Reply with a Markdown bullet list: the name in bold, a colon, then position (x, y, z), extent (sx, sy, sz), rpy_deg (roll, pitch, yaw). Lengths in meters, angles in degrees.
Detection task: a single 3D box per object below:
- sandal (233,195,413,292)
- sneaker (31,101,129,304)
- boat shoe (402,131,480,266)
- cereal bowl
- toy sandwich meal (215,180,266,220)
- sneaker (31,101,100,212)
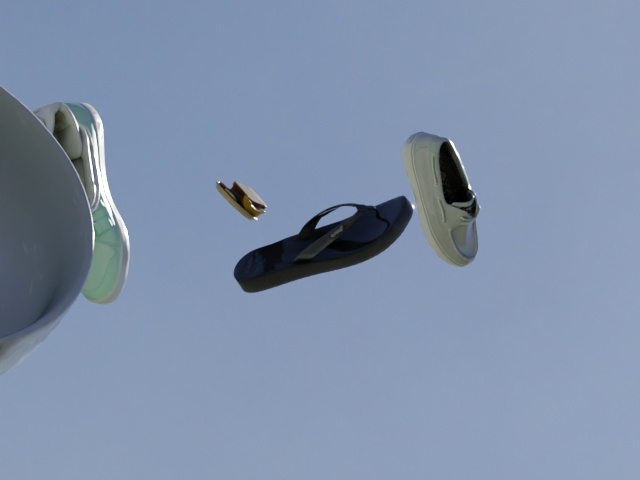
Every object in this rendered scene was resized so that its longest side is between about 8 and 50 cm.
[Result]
- **sandal**: position (0.000, 0.001, 2.202), extent (0.255, 0.097, 0.054), rpy_deg (-21, -61, 13)
- **sneaker**: position (-0.322, -0.040, 2.072), extent (0.094, 0.151, 0.255), rpy_deg (-12, -91, 32)
- **boat shoe**: position (0.157, -0.047, 2.024), extent (0.063, 0.066, 0.184), rpy_deg (8, -57, 48)
- **cereal bowl**: position (-0.353, -0.006, 1.294), extent (0.339, 0.339, 0.141), rpy_deg (34, -54, -3)
- **toy sandwich meal**: position (-0.106, -0.059, 2.298), extent (0.085, 0.029, 0.085), rpy_deg (44, 4, -3)
- **sneaker**: position (-0.319, -0.111, 1.789), extent (0.169, 0.108, 0.292), rpy_deg (-41, -119, 29)
